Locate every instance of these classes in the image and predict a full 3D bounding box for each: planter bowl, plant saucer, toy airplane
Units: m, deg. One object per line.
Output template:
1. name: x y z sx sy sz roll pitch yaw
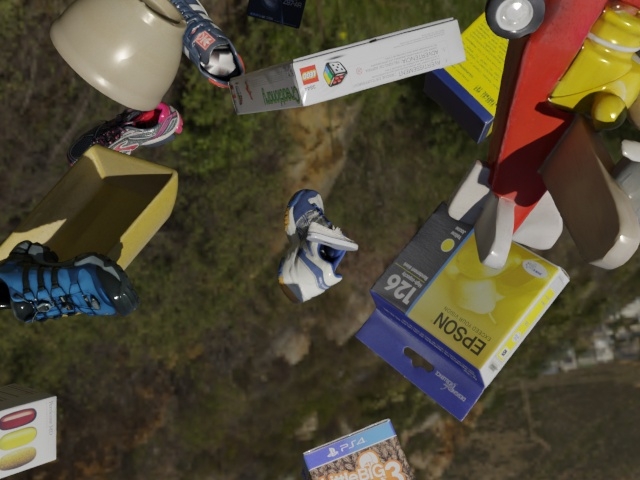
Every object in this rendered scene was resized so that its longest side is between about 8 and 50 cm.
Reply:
1. planter bowl: -0.233 -0.254 1.148 0.109 0.162 0.162 -45 153 19
2. plant saucer: -0.430 -0.012 1.732 0.332 0.333 0.081 19 155 48
3. toy airplane: 0.296 -0.141 1.075 0.272 0.386 0.384 1 171 -1

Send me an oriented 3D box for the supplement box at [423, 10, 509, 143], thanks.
1. supplement box: 0.438 -0.433 2.192 0.356 0.194 0.195 -43 172 -2

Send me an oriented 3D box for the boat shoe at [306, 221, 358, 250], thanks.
1. boat shoe: 0.021 -0.008 1.527 0.100 0.035 0.035 16 164 -30

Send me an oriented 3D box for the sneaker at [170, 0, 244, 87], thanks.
1. sneaker: -0.310 -0.518 2.326 0.350 0.131 0.148 43 -179 -26

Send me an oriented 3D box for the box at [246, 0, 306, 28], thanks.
1. box: -0.063 -0.358 1.384 0.083 0.018 0.067 14 124 -5

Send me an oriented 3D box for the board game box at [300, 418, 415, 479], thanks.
1. board game box: 0.087 0.451 1.420 0.141 0.291 0.232 -20 161 -10

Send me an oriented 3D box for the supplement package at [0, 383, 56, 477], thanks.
1. supplement package: -0.641 0.372 1.777 0.133 0.139 0.244 8 -170 35

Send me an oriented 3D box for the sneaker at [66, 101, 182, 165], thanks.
1. sneaker: -0.496 -0.269 2.316 0.299 0.121 0.112 -25 167 2

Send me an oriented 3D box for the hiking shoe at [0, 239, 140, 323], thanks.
1. hiking shoe: -0.409 0.089 1.455 0.304 0.113 0.132 7 -138 38

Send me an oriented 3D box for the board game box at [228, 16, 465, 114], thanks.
1. board game box: 0.017 -0.202 1.112 0.193 0.053 0.305 -18 -169 -15

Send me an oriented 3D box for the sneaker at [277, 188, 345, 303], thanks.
1. sneaker: 0.000 0.000 1.900 0.131 0.296 0.112 -21 132 24

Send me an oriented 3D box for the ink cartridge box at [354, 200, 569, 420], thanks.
1. ink cartridge box: 0.233 0.113 1.669 0.303 0.307 0.072 35 173 44
